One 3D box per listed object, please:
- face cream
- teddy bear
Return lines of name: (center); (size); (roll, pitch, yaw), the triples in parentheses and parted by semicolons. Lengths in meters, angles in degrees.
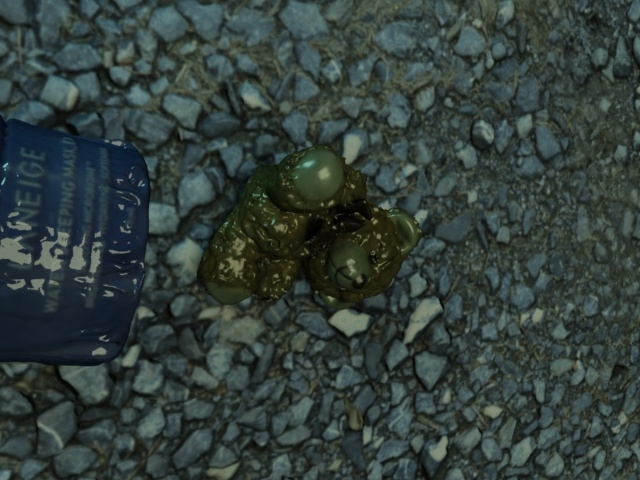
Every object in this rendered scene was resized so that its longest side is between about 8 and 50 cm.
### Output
face cream: (-0.306, 0.001, 0.663); (0.225, 0.249, 0.249); (7, 93, -29)
teddy bear: (0.000, 0.000, 0.866); (0.256, 0.156, 0.267); (32, 121, -25)
